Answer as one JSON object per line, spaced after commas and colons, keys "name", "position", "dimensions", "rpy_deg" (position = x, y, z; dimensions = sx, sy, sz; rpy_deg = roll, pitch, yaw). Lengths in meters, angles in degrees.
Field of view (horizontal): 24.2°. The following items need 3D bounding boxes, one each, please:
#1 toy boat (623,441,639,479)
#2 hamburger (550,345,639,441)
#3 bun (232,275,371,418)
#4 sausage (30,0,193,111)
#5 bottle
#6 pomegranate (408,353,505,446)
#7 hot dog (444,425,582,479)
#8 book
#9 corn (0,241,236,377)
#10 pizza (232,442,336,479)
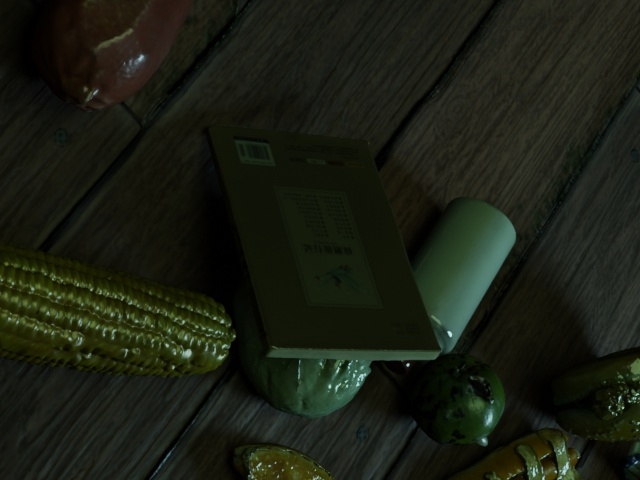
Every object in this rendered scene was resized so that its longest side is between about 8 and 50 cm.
{"name": "toy boat", "position": [0.513, 0.376, 2.115], "dimensions": [0.262, 0.114, 0.115], "rpy_deg": [30, 55, -36]}
{"name": "hamburger", "position": [0.408, 0.210, 2.003], "dimensions": [0.215, 0.189, 0.122], "rpy_deg": [-6, 82, -50]}
{"name": "bun", "position": [0.002, 0.098, 1.736], "dimensions": [0.204, 0.126, 0.212], "rpy_deg": [-23, 101, -36]}
{"name": "sausage", "position": [-0.216, -0.247, 1.588], "dimensions": [0.148, 0.148, 0.254], "rpy_deg": [36, 63, -30]}
{"name": "bottle", "position": [0.149, 0.064, 1.868], "dimensions": [0.104, 0.104, 0.245], "rpy_deg": [47, 60, -25]}
{"name": "pomegranate", "position": [0.175, 0.210, 1.877], "dimensions": [0.122, 0.122, 0.161], "rpy_deg": [-60, 146, -26]}
{"name": "hot dog", "position": [0.248, 0.324, 1.943], "dimensions": [0.270, 0.072, 0.109], "rpy_deg": [-20, 96, -39]}
{"name": "book", "position": [0.000, 0.000, 1.690], "dimensions": [0.217, 0.021, 0.310], "rpy_deg": [4, 52, -29]}
{"name": "corn", "position": [-0.248, 0.078, 1.541], "dimensions": [0.363, 0.120, 0.120], "rpy_deg": [14, 77, -37]}
{"name": "pizza", "position": [-0.040, 0.331, 1.736], "dimensions": [0.185, 0.036, 0.176], "rpy_deg": [21, 74, -37]}
